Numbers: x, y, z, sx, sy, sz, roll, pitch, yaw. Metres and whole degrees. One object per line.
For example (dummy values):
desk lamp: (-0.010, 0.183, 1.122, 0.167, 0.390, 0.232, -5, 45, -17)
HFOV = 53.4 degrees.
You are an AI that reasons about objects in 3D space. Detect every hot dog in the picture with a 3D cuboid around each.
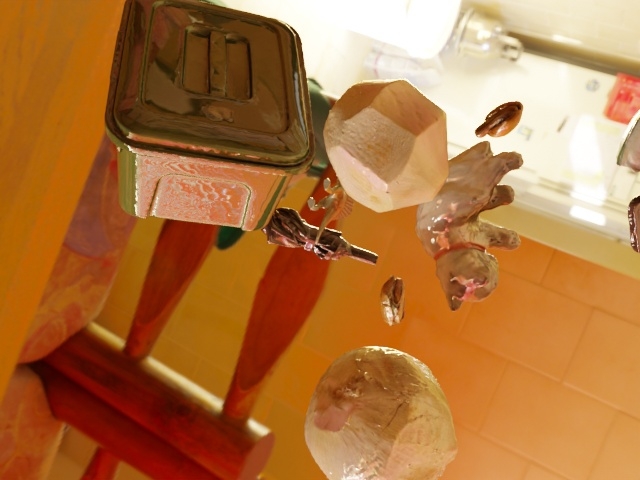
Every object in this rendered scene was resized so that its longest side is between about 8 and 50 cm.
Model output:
hot dog: (0.479, -0.323, 1.708, 0.060, 0.140, 0.089, 17, 63, -31)

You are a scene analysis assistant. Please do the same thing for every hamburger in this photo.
hamburger: (0.234, 0.215, 2.142, 0.102, 0.087, 0.175, -44, 139, -63)

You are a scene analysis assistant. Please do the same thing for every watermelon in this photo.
watermelon: (0.795, -0.243, 1.392, 0.310, 0.232, 0.193, -11, 110, -32)

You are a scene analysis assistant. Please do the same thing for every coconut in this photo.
coconut: (0.124, -0.160, 1.107, 0.197, 0.237, 0.236, -47, 151, -22)
coconut: (0.109, 0.359, 1.272, 0.255, 0.297, 0.297, 20, 94, -40)

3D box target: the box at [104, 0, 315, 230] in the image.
box: (-0.157, -0.172, 0.866, 0.177, 0.253, 0.328, 116, -24, -44)

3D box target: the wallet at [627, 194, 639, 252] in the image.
wallet: (0.907, -0.093, 1.572, 0.310, 0.042, 0.165, -24, 121, 0)

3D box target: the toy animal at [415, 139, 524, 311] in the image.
toy animal: (0.300, -0.021, 1.257, 0.308, 0.266, 0.188, -44, -169, 42)

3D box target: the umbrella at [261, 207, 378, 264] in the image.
umbrella: (0.000, 0.000, 1.757, 0.118, 0.340, 0.118, -162, -90, -81)

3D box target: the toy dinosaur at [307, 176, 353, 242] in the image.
toy dinosaur: (0.038, -0.091, 1.519, 0.142, 0.057, 0.211, 14, 91, -48)
